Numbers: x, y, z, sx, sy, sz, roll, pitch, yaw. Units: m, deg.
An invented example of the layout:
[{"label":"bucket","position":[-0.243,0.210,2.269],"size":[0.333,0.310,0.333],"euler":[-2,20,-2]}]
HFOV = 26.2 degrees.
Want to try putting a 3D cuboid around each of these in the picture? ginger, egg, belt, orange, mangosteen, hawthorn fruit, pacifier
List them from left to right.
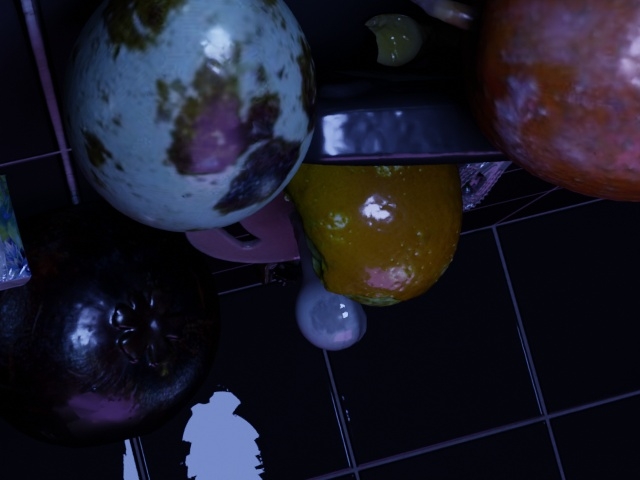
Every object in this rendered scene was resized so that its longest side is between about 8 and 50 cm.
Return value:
[{"label":"mangosteen","position":[-0.283,0.104,1.685],"size":[0.330,0.330,0.330],"euler":[-15,174,-2]},{"label":"egg","position":[-0.084,-0.098,0.905],"size":[0.169,0.169,0.231],"euler":[-13,159,-15]},{"label":"pacifier","position":[0.002,-0.021,1.619],"size":[0.332,0.273,0.220],"euler":[-16,-169,16]},{"label":"orange","position":[0.046,-0.060,1.367],"size":[0.179,0.237,0.158],"euler":[-3,144,-26]},{"label":"ginger","position":[0.085,-0.175,1.203],"size":[0.057,0.044,0.137],"euler":[-41,162,32]},{"label":"belt","position":[0.207,-0.124,1.499],"size":[0.071,0.053,0.232],"euler":[23,119,-43]},{"label":"hawthorn fruit","position":[0.205,-0.129,0.953],"size":[0.263,0.235,0.231],"euler":[-31,142,15]}]

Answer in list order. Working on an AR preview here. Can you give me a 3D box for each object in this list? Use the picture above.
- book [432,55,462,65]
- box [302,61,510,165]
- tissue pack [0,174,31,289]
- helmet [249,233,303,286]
[{"label":"book","position":[0.246,-0.207,1.359],"size":[0.269,0.025,0.191],"euler":[-15,174,-3]},{"label":"box","position":[0.063,-0.108,1.161],"size":[0.289,0.073,0.290],"euler":[-4,-169,-19]},{"label":"tissue pack","position":[-0.345,-0.005,1.381],"size":[0.085,0.111,0.079],"euler":[-13,173,-22]},{"label":"helmet","position":[-0.005,-0.032,1.871],"size":[0.224,0.130,0.198],"euler":[-31,170,33]}]
